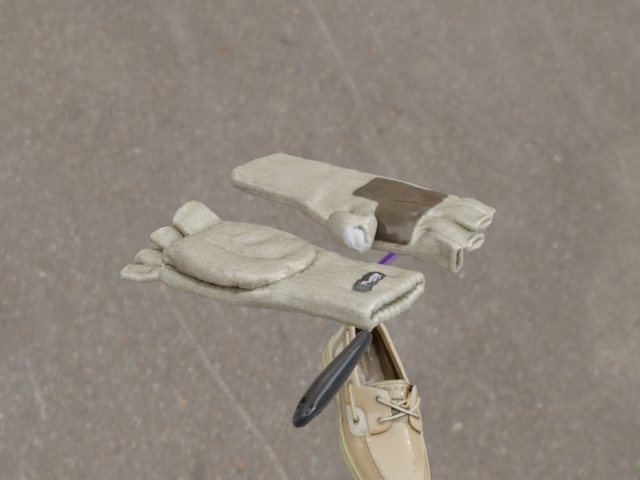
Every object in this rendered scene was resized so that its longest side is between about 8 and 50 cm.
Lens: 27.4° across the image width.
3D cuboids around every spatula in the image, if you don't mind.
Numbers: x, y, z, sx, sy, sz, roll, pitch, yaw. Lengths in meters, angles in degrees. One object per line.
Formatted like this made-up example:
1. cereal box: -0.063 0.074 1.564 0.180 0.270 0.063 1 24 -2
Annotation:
1. spatula: 0.040 0.066 1.159 0.030 0.084 0.296 39 41 -7

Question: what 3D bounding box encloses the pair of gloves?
1. pair of gloves: 0.000 0.000 0.920 0.204 0.042 0.240 13 25 23

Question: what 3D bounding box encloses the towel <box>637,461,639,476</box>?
1. towel: 0.347 0.279 1.224 0.023 0.113 0.152 -6 81 -33

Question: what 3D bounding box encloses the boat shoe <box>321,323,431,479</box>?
1. boat shoe: 0.089 0.253 1.962 0.121 0.110 0.341 0 47 -28
